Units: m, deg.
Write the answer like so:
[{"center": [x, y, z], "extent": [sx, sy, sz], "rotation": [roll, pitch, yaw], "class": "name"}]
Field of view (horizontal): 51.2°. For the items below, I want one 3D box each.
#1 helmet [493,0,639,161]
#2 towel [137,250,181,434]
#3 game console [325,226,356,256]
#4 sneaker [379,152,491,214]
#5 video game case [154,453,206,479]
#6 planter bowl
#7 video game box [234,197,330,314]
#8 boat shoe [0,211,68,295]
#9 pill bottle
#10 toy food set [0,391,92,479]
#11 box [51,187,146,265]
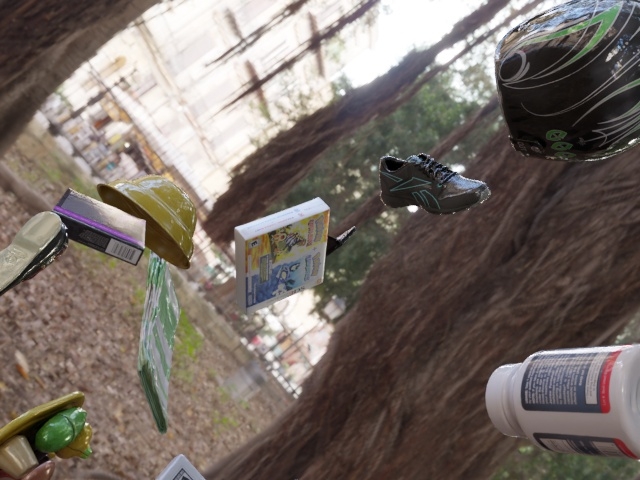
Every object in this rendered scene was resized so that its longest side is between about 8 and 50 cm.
[{"center": [0.274, -0.164, 0.678], "extent": [0.162, 0.169, 0.169], "rotation": [-12, -53, 32], "class": "helmet"}, {"center": [-0.340, 0.207, 1.432], "extent": [0.247, 0.038, 0.324], "rotation": [90, -6, -45], "class": "towel"}, {"center": [0.000, 0.000, 1.458], "extent": [0.071, 0.107, 0.122], "rotation": [49, -42, -4], "class": "game console"}, {"center": [0.219, -0.117, 1.363], "extent": [0.267, 0.101, 0.106], "rotation": [8, -59, 44], "class": "sneaker"}, {"center": [-0.226, 0.570, 1.105], "extent": [0.300, 0.036, 0.329], "rotation": [49, 31, -3], "class": "video game case"}, {"center": [-0.289, -0.052, 1.205], "extent": [0.217, 0.090, 0.217], "rotation": [34, -22, 16], "class": "planter bowl"}, {"center": [-0.074, 0.033, 1.298], "extent": [0.048, 0.187, 0.205], "rotation": [44, -35, 35], "class": "video game box"}, {"center": [-0.310, 0.028, 0.676], "extent": [0.049, 0.133, 0.042], "rotation": [27, -32, 21], "class": "boat shoe"}, {"center": [0.263, 0.164, 0.687], "extent": [0.108, 0.108, 0.180], "rotation": [53, -32, -12], "class": "pill bottle"}, {"center": [-0.317, 0.243, 0.723], "extent": [0.071, 0.128, 0.218], "rotation": [44, 12, 9], "class": "toy food set"}, {"center": [-0.286, -0.021, 0.870], "extent": [0.116, 0.029, 0.162], "rotation": [25, 8, -18], "class": "box"}]
